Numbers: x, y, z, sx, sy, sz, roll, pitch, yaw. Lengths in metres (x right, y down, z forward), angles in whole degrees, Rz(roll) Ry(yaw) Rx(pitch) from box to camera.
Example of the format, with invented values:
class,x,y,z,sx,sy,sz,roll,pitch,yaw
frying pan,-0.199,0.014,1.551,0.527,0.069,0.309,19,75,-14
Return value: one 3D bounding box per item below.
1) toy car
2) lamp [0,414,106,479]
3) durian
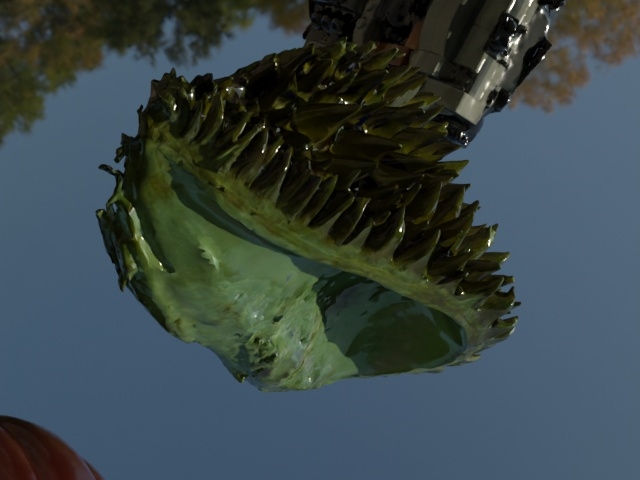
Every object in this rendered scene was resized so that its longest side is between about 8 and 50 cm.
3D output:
class,x,y,z,sx,sy,sz,roll,pitch,yaw
toy car,0.086,-0.203,1.107,0.301,0.118,0.193,31,-86,50
lamp,-0.289,0.274,0.901,0.303,0.303,0.257,-37,-128,-11
durian,-0.002,-0.010,0.724,0.198,0.394,0.163,-21,-115,17
